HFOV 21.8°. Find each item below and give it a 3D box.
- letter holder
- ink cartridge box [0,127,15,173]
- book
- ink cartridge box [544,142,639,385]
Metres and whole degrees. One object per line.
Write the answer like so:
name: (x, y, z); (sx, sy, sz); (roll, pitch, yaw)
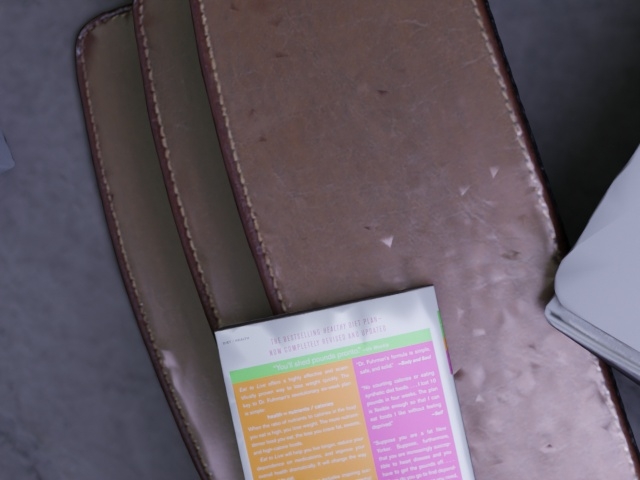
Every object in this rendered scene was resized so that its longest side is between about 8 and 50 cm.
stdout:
letter holder: (0.000, 0.000, 0.794); (0.214, 0.152, 0.302); (-18, 89, 3)
ink cartridge box: (-0.208, -0.041, 0.812); (0.088, 0.122, 0.052); (-25, 93, 1)
book: (0.017, 0.098, 0.704); (0.096, 0.035, 0.144); (-11, 91, 4)
ink cartridge box: (0.255, 0.019, 0.725); (0.117, 0.278, 0.201); (32, 90, 46)
